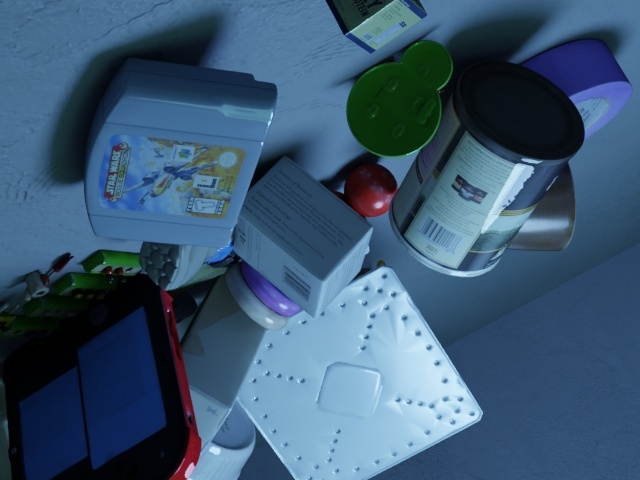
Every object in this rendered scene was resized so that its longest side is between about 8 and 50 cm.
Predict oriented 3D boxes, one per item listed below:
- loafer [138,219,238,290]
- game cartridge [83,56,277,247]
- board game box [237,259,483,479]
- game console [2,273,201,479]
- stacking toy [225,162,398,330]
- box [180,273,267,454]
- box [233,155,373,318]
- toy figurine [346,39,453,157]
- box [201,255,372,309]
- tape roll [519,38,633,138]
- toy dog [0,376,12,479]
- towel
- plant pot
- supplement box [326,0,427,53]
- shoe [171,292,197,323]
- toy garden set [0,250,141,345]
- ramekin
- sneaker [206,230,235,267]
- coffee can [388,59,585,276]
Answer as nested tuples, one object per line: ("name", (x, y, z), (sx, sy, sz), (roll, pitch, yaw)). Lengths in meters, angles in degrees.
("loafer", (-0.167, -0.048, 1.523), (0.111, 0.112, 0.319), (-38, 172, -40))
("game cartridge", (-0.180, -0.092, 1.293), (0.198, 0.062, 0.297), (2, 145, -17))
("board game box", (0.056, 0.279, 2.099), (0.390, 0.390, 0.050), (-30, -159, 10))
("game console", (-0.355, 0.263, 1.690), (0.342, 0.386, 0.060), (-29, 139, 13))
("stacking toy", (0.000, 0.000, 1.812), (0.330, 0.141, 0.141), (-41, 159, 14))
("box", (-0.185, 0.200, 1.857), (0.148, 0.121, 0.311), (-56, -174, 35))
("box", (-0.031, -0.002, 1.652), (0.119, 0.182, 0.181), (-47, 168, -19))
("toy figurine", (0.125, -0.196, 1.538), (0.173, 0.130, 0.159), (-54, 172, 7))
("box", (-0.066, 0.088, 2.067), (0.290, 0.087, 0.169), (-35, 161, 25))
("tape roll", (0.378, -0.218, 1.813), (0.275, 0.090, 0.275), (-24, 162, -8))
("toy dog", (-0.413, 0.332, 2.017), (0.395, 0.284, 0.408), (-35, 166, 17))
("towel", (-0.203, 0.046, 1.852), (0.148, 0.027, 0.110), (-27, 164, -3))
("plant pot", (0.323, -0.072, 2.015), (0.231, 0.215, 0.215), (-8, 159, -10))
("supplement box", (0.066, -0.272, 1.262), (0.083, 0.056, 0.083), (-32, 162, 19))
("shoe", (-0.301, 0.140, 1.918), (0.081, 0.063, 0.178), (-43, 161, 30))
("toy garden set", (-0.410, 0.097, 1.664), (0.244, 0.049, 0.204), (-33, 161, 22))
("ramekin", (-0.274, 0.445, 2.534), (0.127, 0.273, 0.273), (-49, 154, 25))
("sneaker", (-0.197, 0.025, 1.745), (0.152, 0.058, 0.084), (-32, 155, -5))
("coffee can", (0.244, -0.105, 1.644), (0.202, 0.201, 0.275), (-15, 149, -33))
